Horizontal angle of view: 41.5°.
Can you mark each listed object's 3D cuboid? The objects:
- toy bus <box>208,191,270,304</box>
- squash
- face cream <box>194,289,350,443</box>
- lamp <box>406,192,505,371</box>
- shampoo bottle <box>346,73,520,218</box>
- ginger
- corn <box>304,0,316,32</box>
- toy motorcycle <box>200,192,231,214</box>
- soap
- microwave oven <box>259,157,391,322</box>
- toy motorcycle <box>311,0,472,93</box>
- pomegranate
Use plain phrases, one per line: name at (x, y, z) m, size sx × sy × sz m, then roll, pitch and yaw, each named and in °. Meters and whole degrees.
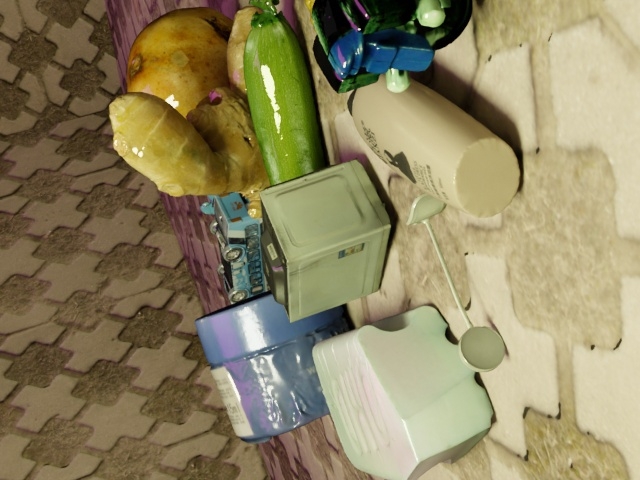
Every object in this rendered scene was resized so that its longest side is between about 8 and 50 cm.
toy bus at (-0.153, 0.024, 1.782) m, size 0.297 × 0.131 × 0.106 m, roll 89°, pitch 158°, yaw -48°
squash at (-0.051, -0.178, 1.256) m, size 0.101 × 0.101 × 0.378 m, roll -135°, pitch 30°, yaw -59°
face cream at (-0.063, 0.196, 1.442) m, size 0.249 × 0.249 × 0.225 m, roll 164°, pitch 85°, yaw -75°
lamp at (0.146, 0.044, 0.904) m, size 0.056 × 0.050 × 0.198 m, roll 115°, pitch 135°, yaw -66°
shampoo bottle at (0.097, -0.106, 0.847) m, size 0.127 × 0.078 × 0.257 m, roll 60°, pitch 174°, yaw -33°
ginger at (-0.138, -0.133, 1.302) m, size 0.122 × 0.363 × 0.348 m, roll -4°, pitch 124°, yaw 30°
corn at (0.008, -0.325, 0.877) m, size 0.101 × 0.101 × 0.310 m, roll -156°, pitch 52°, yaw -70°
toy motorcycle at (-0.227, -0.156, 1.867) m, size 0.182 × 0.124 × 0.272 m, roll 142°, pitch 110°, yaw -85°
soap at (0.101, 0.209, 1.130) m, size 0.347 × 0.115 × 0.208 m, roll 141°, pitch 110°, yaw -73°
microwave oven at (0.000, 0.000, 1.162) m, size 0.205 × 0.163 × 0.129 m, roll 94°, pitch 156°, yaw -61°
toy motorcycle at (0.007, -0.289, 0.741) m, size 0.125 × 0.196 × 0.331 m, roll 115°, pitch 136°, yaw -68°
pomegranate at (-0.217, -0.274, 1.474) m, size 0.260 × 0.260 × 0.260 m, roll 162°, pitch 90°, yaw -75°
